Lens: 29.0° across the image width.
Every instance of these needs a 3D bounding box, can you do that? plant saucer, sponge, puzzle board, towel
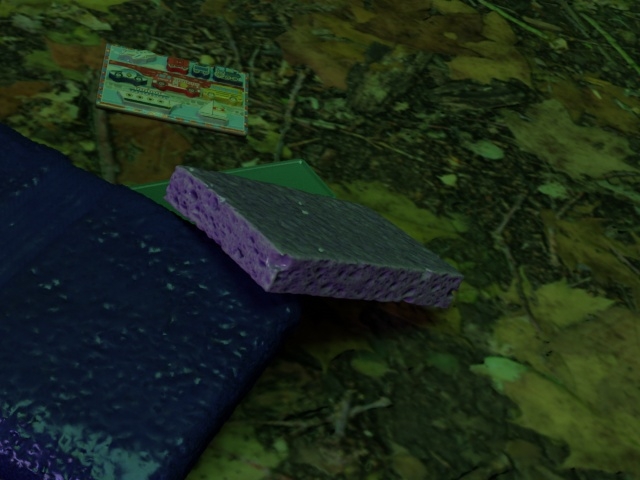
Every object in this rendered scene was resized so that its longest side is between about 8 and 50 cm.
[{"bbox_3d":[-0.074,-0.030,0.950,0.192,0.018,0.067,-13,47,-34],"label":"plant saucer"},{"bbox_3d":[0.000,0.000,0.857,0.117,0.031,0.210,38,18,35],"label":"sponge"},{"bbox_3d":[-0.124,-0.131,1.062,0.128,0.011,0.096,10,37,-11],"label":"puzzle board"},{"bbox_3d":[-0.186,0.041,0.771,0.308,0.076,0.228,28,44,11],"label":"towel"}]
